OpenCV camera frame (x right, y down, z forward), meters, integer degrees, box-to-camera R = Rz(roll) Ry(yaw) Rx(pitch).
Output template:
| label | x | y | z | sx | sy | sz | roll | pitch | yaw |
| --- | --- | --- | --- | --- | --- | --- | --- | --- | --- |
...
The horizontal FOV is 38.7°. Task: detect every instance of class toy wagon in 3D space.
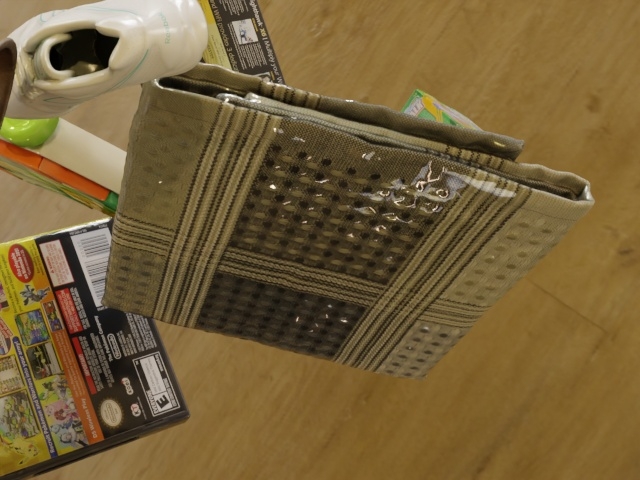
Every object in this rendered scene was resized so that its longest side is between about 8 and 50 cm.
| label | x | y | z | sx | sy | sz | roll | pitch | yaw |
| --- | --- | --- | --- | --- | --- | --- | --- | --- | --- |
| toy wagon | -0.248 | -0.082 | 0.912 | 0.344 | 0.267 | 0.068 | 22 | 82 | 18 |

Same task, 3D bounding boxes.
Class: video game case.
| label | x | y | z | sx | sy | sz | roll | pitch | yaw |
| --- | --- | --- | --- | --- | --- | --- | --- | --- | --- |
| video game case | -0.315 | 0.123 | 1.058 | 0.248 | 0.035 | 0.275 | -16 | 71 | -27 |

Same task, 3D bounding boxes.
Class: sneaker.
| label | x | y | z | sx | sy | sz | roll | pitch | yaw |
| --- | --- | --- | --- | --- | --- | --- | --- | --- | --- |
| sneaker | -0.131 | -0.093 | 0.458 | 0.152 | 0.061 | 0.054 | -10 | 102 | 35 |

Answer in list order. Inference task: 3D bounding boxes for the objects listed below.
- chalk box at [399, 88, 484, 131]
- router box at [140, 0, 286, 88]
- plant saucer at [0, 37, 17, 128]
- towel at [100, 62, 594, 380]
| label | x | y | z | sx | sy | sz | roll | pitch | yaw |
| --- | --- | --- | --- | --- | --- | --- | --- | --- | --- |
| chalk box | 0.195 | -0.162 | 1.558 | 0.132 | 0.213 | 0.132 | 22 | 108 | -32 |
| router box | -0.200 | -0.318 | 1.589 | 0.242 | 0.081 | 0.309 | -20 | 92 | -36 |
| plant saucer | -0.212 | 0.047 | 0.391 | 0.050 | 0.310 | 0.311 | 24 | 95 | -15 |
| towel | 0.000 | 0.000 | 0.696 | 0.312 | 0.324 | 0.056 | 15 | 56 | -11 |
